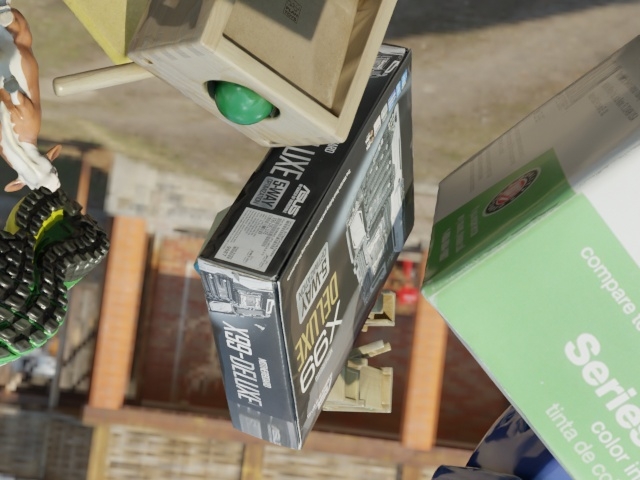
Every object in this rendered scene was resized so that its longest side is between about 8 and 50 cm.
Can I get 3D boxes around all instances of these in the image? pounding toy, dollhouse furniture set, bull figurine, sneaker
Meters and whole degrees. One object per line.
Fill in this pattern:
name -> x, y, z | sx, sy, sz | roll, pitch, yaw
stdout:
pounding toy -> -0.049, -0.116, 0.696 | 0.130, 0.141, 0.100 | 32, 161, -37
dollhouse furniture set -> 0.015, 0.123, 1.524 | 0.101, 0.160, 0.182 | -1, 168, 21
bull figurine -> -0.449, -0.215, 1.790 | 0.101, 0.310, 0.188 | -15, 165, -5
sneaker -> -0.326, 0.067, 1.257 | 0.134, 0.146, 0.343 | 42, -160, -2

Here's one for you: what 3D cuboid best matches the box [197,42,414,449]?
box -> 0.000, 0.000, 1.154 | 0.077, 0.307, 0.242 | 15, 140, 18

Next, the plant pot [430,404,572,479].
plant pot -> 0.236, 0.249, 1.077 | 0.212, 0.236, 0.236 | -30, 180, -15

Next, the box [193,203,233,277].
box -> -0.075, 0.023, 1.359 | 0.060, 0.100, 0.244 | -30, -168, 8

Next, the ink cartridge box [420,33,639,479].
ink cartridge box -> 0.142, -0.032, 0.366 | 0.212, 0.093, 0.154 | -38, -175, 14

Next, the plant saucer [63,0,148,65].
plant saucer -> -0.179, -0.397, 1.209 | 0.333, 0.332, 0.081 | -48, 164, 29
